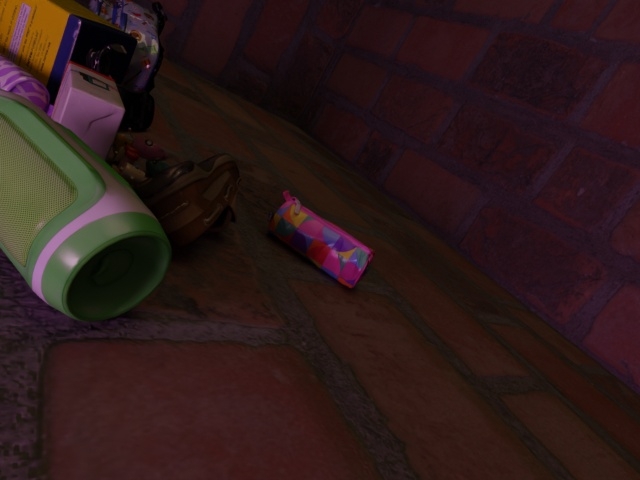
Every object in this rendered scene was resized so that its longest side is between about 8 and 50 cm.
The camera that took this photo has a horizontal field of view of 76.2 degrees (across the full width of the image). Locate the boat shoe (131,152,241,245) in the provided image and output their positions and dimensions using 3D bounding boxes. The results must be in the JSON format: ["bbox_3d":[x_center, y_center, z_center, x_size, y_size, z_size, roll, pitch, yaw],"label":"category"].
[{"bbox_3d":[-0.204,-0.067,0.698,0.119,0.123,0.324,61,13,-11],"label":"boat shoe"}]

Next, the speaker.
[{"bbox_3d":[-0.293,-0.049,0.434,0.297,0.131,0.131,38,18,21],"label":"speaker"}]

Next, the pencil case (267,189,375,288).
[{"bbox_3d":[0.000,0.000,0.854,0.236,0.104,0.104,34,17,7],"label":"pencil case"}]

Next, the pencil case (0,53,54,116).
[{"bbox_3d":[-0.575,-0.289,0.715,0.206,0.086,0.088,36,-6,11],"label":"pencil case"}]

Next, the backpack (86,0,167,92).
[{"bbox_3d":[-0.525,-0.485,1.069,0.213,0.276,0.263,7,42,-42],"label":"backpack"}]

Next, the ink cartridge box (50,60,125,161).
[{"bbox_3d":[-0.403,-0.211,0.691,0.078,0.134,0.231,17,22,-39],"label":"ink cartridge box"}]

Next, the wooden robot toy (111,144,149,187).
[{"bbox_3d":[-0.302,-0.100,0.673,0.079,0.076,0.173,32,13,-39],"label":"wooden robot toy"}]

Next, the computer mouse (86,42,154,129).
[{"bbox_3d":[-0.455,-0.342,0.917,0.060,0.184,0.262,13,18,1],"label":"computer mouse"}]

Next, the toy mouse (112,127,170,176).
[{"bbox_3d":[-0.316,-0.149,0.754,0.143,0.031,0.161,26,-20,-13],"label":"toy mouse"}]

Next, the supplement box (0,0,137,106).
[{"bbox_3d":[-0.625,-0.446,0.867,0.357,0.195,0.194,32,18,-1],"label":"supplement box"}]
